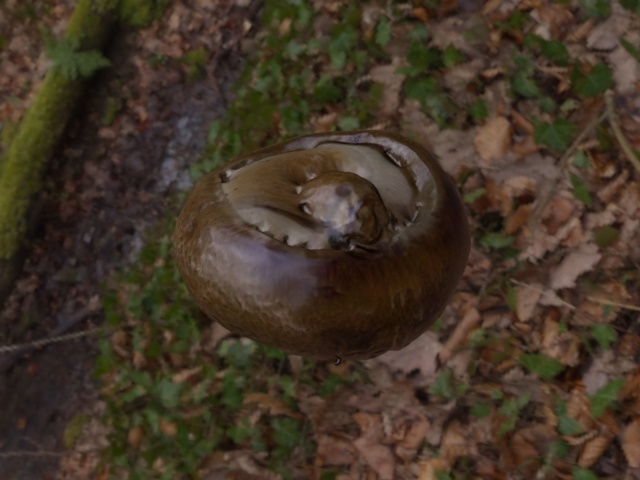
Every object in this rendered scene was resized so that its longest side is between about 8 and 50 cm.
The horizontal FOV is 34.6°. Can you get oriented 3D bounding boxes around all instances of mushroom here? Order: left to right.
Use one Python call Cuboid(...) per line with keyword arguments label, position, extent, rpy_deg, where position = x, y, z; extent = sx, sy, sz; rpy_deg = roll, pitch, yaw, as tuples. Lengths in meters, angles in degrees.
Cuboid(label="mushroom", position=(0.000, 0.000, 0.858), extent=(0.253, 0.253, 0.153), rpy_deg=(31, 133, 43))
